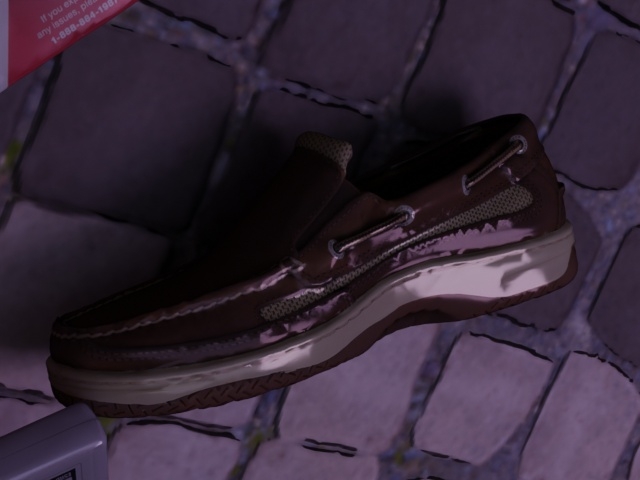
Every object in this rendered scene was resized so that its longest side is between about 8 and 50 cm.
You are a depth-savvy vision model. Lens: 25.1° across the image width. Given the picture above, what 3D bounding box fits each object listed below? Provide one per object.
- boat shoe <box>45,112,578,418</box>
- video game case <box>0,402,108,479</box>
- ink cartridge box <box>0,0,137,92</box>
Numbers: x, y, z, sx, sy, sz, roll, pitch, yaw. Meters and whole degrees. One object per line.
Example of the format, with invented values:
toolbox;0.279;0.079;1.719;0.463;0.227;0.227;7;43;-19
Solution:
boat shoe;-0.004;-0.001;0.630;0.257;0.095;0.095;-17;104;-31
video game case;-0.182;0.158;0.567;0.212;0.023;0.193;-23;150;-21
ink cartridge box;-0.156;-0.131;0.484;0.127;0.072;0.175;-36;124;-13
